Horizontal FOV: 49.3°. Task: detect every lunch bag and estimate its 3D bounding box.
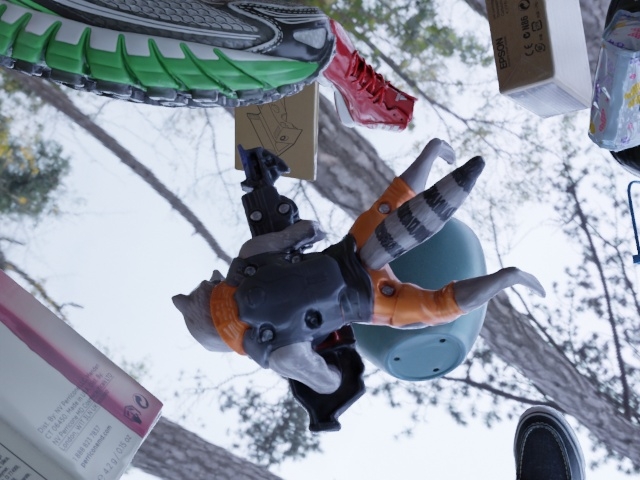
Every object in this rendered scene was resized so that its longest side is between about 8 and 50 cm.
[{"bbox_3d":[0.206,-0.104,0.457,0.053,0.071,0.083,15,-142,29],"label":"lunch bag"}]

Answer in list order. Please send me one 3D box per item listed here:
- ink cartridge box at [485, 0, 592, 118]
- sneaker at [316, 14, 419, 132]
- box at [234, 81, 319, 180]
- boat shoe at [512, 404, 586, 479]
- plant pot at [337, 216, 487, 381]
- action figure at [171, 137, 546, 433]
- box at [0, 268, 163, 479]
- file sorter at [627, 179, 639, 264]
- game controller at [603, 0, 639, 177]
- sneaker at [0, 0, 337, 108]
[{"bbox_3d":[0.327,-0.318,1.047,0.088,0.193,0.234,-12,-101,35],"label":"ink cartridge box"},{"bbox_3d":[0.071,-0.227,0.973,0.128,0.221,0.086,17,-103,27],"label":"sneaker"},{"bbox_3d":[-0.082,-0.217,1.277,0.165,0.021,0.201,11,-67,20],"label":"box"},{"bbox_3d":[0.205,0.249,0.632,0.065,0.083,0.183,-6,-90,28],"label":"boat shoe"},{"bbox_3d":[0.157,0.121,1.180,0.290,0.290,0.195,-36,-141,26],"label":"plant pot"},{"bbox_3d":[0.000,0.000,0.702,0.330,0.178,0.341,-27,-110,3],"label":"action figure"},{"bbox_3d":[-0.256,0.117,0.489,0.148,0.232,0.127,-45,-173,16],"label":"box"},{"bbox_3d":[0.451,-0.036,0.776,0.170,0.118,0.104,-22,-111,54],"label":"file sorter"},{"bbox_3d":[0.334,-0.110,0.435,0.319,0.166,0.067,10,-154,44],"label":"game controller"},{"bbox_3d":[-0.150,-0.162,0.374,0.134,0.344,0.146,-130,-122,-74],"label":"sneaker"}]
